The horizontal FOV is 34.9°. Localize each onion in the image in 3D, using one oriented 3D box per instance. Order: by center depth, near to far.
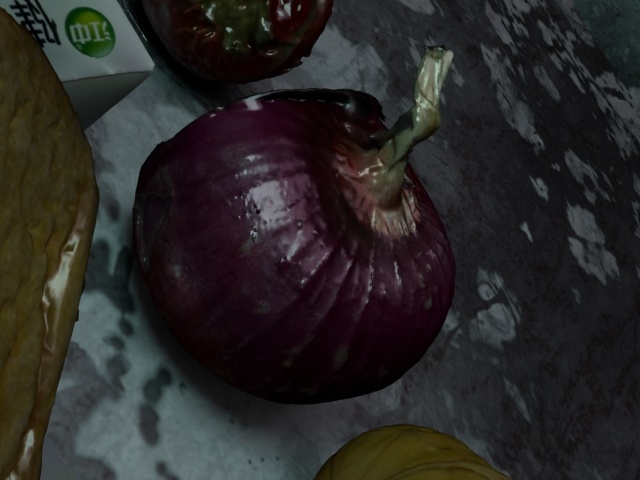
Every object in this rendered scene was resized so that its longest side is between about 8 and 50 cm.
[{"bbox_3d":[-0.016,0.020,0.839,0.256,0.272,0.230,-13,76,-18],"label":"onion"}]

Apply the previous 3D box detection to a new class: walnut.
[{"bbox_3d":[0.087,0.250,0.821,0.225,0.193,0.193,36,39,-29],"label":"walnut"}]

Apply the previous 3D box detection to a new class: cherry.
[{"bbox_3d":[-0.084,-0.266,1.029,0.250,0.192,0.175,-101,-175,-49],"label":"cherry"}]

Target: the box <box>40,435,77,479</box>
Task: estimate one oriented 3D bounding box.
[{"bbox_3d":[-0.188,0.206,0.615,0.130,0.051,0.129,55,33,-3],"label":"box"}]

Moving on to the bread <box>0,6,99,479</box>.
[{"bbox_3d":[-0.229,0.027,0.423,0.328,0.148,0.337,64,31,-69],"label":"bread"}]

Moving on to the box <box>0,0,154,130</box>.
[{"bbox_3d":[-0.290,-0.136,0.683,0.173,0.145,0.333,58,32,4],"label":"box"}]
